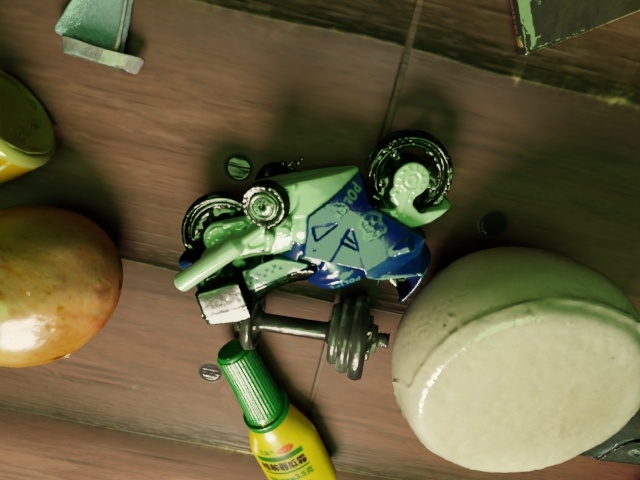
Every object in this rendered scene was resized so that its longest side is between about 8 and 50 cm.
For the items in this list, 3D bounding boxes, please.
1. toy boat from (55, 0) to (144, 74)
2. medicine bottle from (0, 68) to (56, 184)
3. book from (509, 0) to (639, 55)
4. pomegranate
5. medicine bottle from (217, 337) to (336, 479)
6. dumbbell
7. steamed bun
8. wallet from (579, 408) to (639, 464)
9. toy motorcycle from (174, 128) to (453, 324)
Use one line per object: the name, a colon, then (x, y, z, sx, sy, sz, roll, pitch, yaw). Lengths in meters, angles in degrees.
toy boat: (-0.226, -0.249, 0.440, 0.096, 0.034, 0.122, 15, 105, -5)
medicine bottle: (-0.432, -0.091, 0.466, 0.238, 0.124, 0.124, -27, 111, 12)
book: (0.247, -0.318, 0.389, 0.160, 0.024, 0.229, -18, 112, 11)
pomegranate: (-0.333, 0.049, 0.485, 0.191, 0.191, 0.192, 1, 114, 2)
medicine bottle: (-0.071, 0.281, 0.642, 0.110, 0.076, 0.309, -18, 111, 9)
dumbbell: (-0.035, 0.115, 0.556, 0.254, 0.110, 0.110, 8, 114, 5)
steamed bun: (0.221, 0.130, 0.506, 0.282, 0.177, 0.283, -1, 119, -1)
wallet: (0.487, 0.272, 0.633, 0.317, 0.045, 0.173, 4, 113, 2)
toy motorcycle: (0.000, 0.000, 0.493, 0.330, 0.125, 0.197, -17, 112, 5)
